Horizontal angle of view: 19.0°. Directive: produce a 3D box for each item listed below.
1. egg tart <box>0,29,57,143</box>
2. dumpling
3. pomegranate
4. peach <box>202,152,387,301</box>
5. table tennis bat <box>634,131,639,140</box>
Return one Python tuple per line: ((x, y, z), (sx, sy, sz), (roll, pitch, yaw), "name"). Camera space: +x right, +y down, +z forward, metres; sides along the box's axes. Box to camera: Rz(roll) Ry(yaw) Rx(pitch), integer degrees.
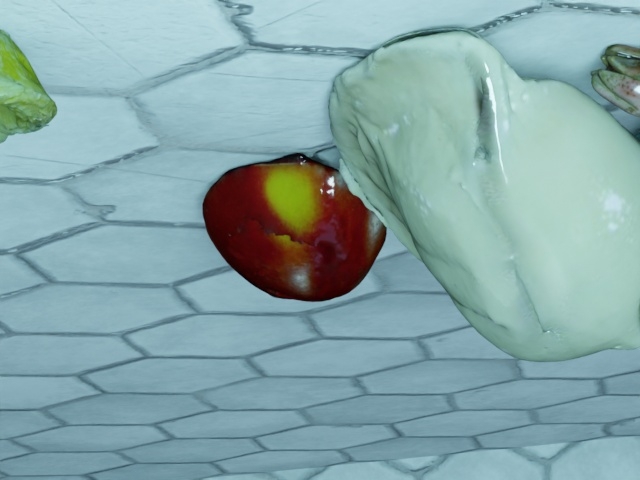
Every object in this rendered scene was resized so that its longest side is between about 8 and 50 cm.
((-0.304, -0.121, 1.507), (0.197, 0.078, 0.197), (-3, 167, -1), "egg tart")
((0.140, -0.032, 1.688), (0.315, 0.233, 0.395), (2, 146, 40), "dumpling")
((0.322, -0.127, 1.626), (0.125, 0.163, 0.138), (-45, 177, 2), "pomegranate")
((-0.036, 0.011, 1.945), (0.189, 0.068, 0.279), (17, 148, 2), "peach")
((0.367, -0.106, 1.824), (0.149, 0.038, 0.237), (-7, 167, 11), "table tennis bat")
